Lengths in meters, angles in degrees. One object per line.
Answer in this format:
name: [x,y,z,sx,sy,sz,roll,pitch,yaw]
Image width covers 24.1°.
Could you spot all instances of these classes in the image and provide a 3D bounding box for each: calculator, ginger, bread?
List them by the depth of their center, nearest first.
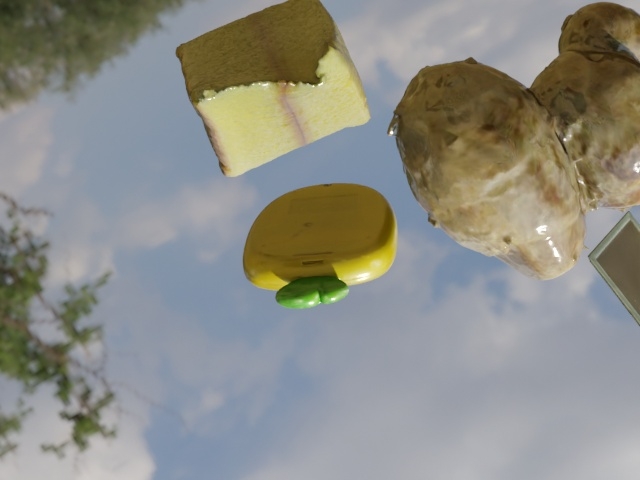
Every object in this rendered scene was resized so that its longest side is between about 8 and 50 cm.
calculator: [0.000,0.000,1.421,0.146,0.032,0.235,-5,-155,6]
ginger: [0.235,-0.105,1.491,0.304,0.244,0.155,-28,172,-18]
bread: [-0.079,-0.254,2.037,0.233,0.244,0.361,-22,168,-1]

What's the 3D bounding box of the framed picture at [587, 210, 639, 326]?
framed picture: [0.437,0.063,1.997,0.011,0.183,0.142,-36,-177,43]
